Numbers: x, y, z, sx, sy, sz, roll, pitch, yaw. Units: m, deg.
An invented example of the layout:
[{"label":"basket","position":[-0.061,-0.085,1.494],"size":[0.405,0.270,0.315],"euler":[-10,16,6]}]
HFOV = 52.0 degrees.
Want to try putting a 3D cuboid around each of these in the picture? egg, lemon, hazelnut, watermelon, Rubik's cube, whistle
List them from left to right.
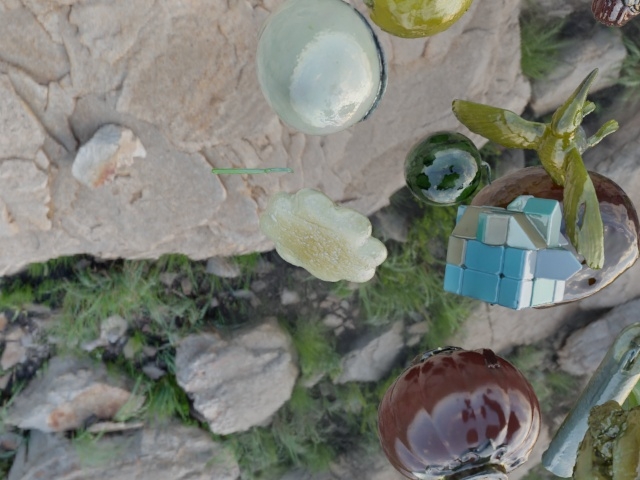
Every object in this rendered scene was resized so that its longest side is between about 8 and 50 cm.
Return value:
[{"label":"egg","position":[-0.029,-0.334,1.267],"size":[0.264,0.286,0.174],"euler":[-39,176,35]},{"label":"lemon","position":[0.240,-0.614,1.571],"size":[0.284,0.261,0.260],"euler":[-24,136,-39]},{"label":"watermelon","position":[0.308,-0.176,1.584],"size":[0.215,0.188,0.187],"euler":[-11,129,-1]},{"label":"Rubik's cube","position":[0.383,0.016,1.310],"size":[0.225,0.265,0.212],"euler":[-2,101,-44]},{"label":"hazelnut","position":[0.612,-0.008,1.747],"size":[0.430,0.402,0.401],"euler":[-17,130,-9]},{"label":"whistle","position":[0.410,0.248,0.973],"size":[0.068,0.057,0.326],"euler":[-37,148,-38]}]

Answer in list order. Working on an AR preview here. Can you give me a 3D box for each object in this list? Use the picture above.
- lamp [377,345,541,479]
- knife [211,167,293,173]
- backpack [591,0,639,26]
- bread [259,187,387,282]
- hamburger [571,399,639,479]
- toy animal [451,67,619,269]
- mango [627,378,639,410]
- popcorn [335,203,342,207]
[{"label":"lamp","position":[0.255,0.333,1.225],"size":[0.304,0.256,0.303],"euler":[-7,143,-6]},{"label":"knife","position":[-0.177,-0.178,1.671],"size":[0.212,0.054,0.015],"euler":[1,92,7]},{"label":"backpack","position":[0.785,-0.652,1.676],"size":[0.229,0.139,0.229],"euler":[-36,150,-24]},{"label":"bread","position":[0.000,0.000,1.484],"size":[0.054,0.316,0.316],"euler":[-60,140,-32]},{"label":"hamburger","position":[0.360,0.278,0.721],"size":[0.190,0.215,0.122],"euler":[-6,165,-35]},{"label":"toy animal","position":[0.228,-0.103,0.611],"size":[0.095,0.219,0.155],"euler":[-22,149,-36]},{"label":"mango","position":[0.759,0.347,1.448],"size":[0.175,0.143,0.293],"euler":[-33,109,10]},{"label":"popcorn","position":[0.031,-0.038,1.864],"size":[0.135,0.162,0.141],"euler":[-63,160,8]}]
